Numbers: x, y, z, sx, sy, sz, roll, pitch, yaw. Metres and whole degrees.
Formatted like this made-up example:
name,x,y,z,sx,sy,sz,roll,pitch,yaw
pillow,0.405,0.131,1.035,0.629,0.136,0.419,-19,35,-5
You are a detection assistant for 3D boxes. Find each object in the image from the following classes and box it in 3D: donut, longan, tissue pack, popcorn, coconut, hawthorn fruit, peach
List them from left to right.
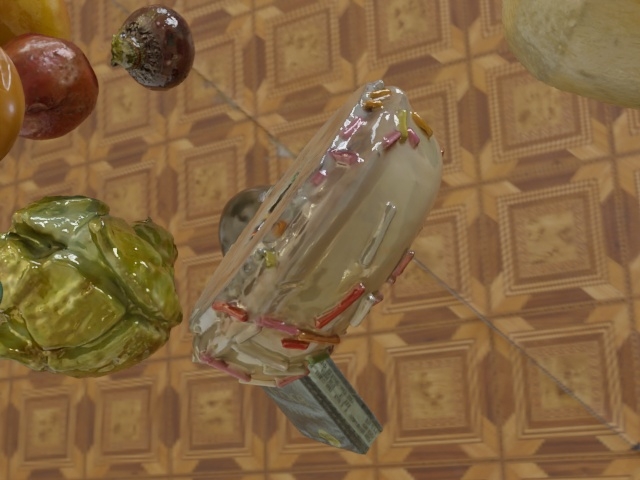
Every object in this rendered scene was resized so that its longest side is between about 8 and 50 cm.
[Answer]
name,x,y,z,sx,sy,sz,roll,pitch,yaw
peach,-0.603,-0.413,1.823,0.288,0.289,0.308,4,88,33
hawthorn fruit,-0.471,-0.243,1.604,0.179,0.200,0.179,16,123,25
popcorn,-0.308,0.059,1.292,0.225,0.276,0.276,-46,60,7
longan,-0.096,-0.006,1.822,0.196,0.220,0.197,-3,72,8
tissue pack,-0.026,0.256,1.730,0.185,0.257,0.081,4,48,50
donut,0.000,0.000,1.092,0.142,0.383,0.383,36,102,-7
coconut,0.470,-0.376,1.398,0.415,0.344,0.416,0,94,0

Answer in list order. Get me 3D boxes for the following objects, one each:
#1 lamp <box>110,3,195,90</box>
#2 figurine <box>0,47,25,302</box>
name,x,y,z,sx,sy,sz,roll,pitch,yaw
lamp,-0.306,-0.346,1.781,0.157,0.135,0.156,-33,81,36
figurine,-0.264,-0.104,0.600,0.124,0.222,0.325,-27,60,10
